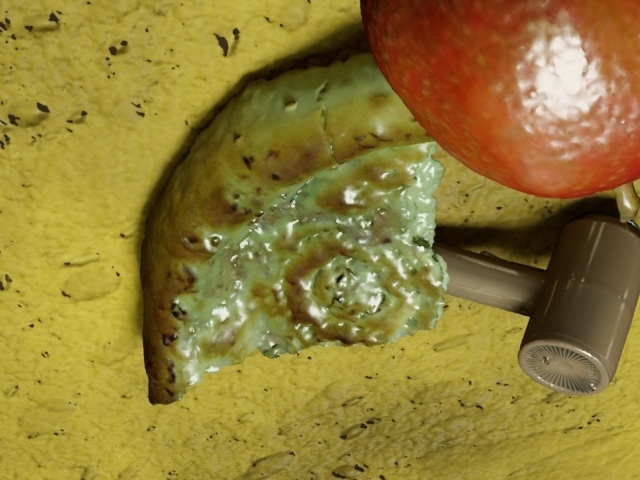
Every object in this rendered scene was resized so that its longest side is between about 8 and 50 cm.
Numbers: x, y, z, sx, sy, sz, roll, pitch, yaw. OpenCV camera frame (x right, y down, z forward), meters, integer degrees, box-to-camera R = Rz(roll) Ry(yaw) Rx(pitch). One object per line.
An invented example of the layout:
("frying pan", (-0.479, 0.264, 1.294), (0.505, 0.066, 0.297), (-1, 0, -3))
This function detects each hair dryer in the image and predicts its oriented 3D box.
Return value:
("hair dryer", (0.117, 0.023, 1.031), (0.181, 0.117, 0.064), (16, 148, 12))

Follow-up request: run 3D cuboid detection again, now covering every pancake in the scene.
("pancake", (-0.002, 0.003, 0.979), (0.197, 0.054, 0.376), (33, 130, -13))

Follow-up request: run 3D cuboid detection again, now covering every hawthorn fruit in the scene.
("hawthorn fruit", (0.124, -0.102, 0.795), (0.196, 0.196, 0.225), (-19, 114, 14))
